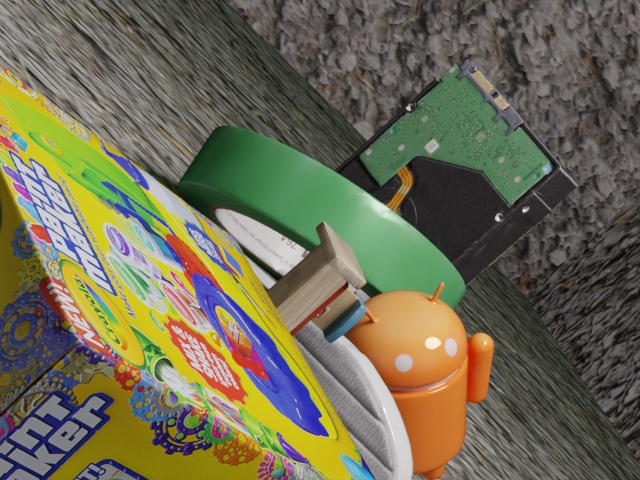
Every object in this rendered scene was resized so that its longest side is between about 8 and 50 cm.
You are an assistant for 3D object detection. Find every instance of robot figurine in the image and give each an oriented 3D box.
[{"bbox_3d":[0.080,0.141,1.691,0.128,0.158,0.219,-59,154,-51],"label":"robot figurine"}]

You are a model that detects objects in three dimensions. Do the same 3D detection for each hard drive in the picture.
[{"bbox_3d":[0.121,-0.038,2.119,0.064,0.339,0.237,36,14,-50],"label":"hard drive"}]

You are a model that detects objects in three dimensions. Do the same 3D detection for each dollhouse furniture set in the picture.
[{"bbox_3d":[-0.014,0.110,1.372,0.129,0.183,0.129,44,10,-22],"label":"dollhouse furniture set"}]

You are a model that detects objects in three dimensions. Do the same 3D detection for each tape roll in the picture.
[{"bbox_3d":[0.000,0.000,1.845,0.321,0.077,0.321,33,-11,7],"label":"tape roll"}]

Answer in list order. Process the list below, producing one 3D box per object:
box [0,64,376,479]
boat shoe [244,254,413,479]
[{"bbox_3d":[-0.141,0.079,0.949,0.279,0.177,0.290,37,14,-43],"label":"box"},{"bbox_3d":[-0.013,0.114,1.548,0.335,0.121,0.119,51,14,32],"label":"boat shoe"}]
